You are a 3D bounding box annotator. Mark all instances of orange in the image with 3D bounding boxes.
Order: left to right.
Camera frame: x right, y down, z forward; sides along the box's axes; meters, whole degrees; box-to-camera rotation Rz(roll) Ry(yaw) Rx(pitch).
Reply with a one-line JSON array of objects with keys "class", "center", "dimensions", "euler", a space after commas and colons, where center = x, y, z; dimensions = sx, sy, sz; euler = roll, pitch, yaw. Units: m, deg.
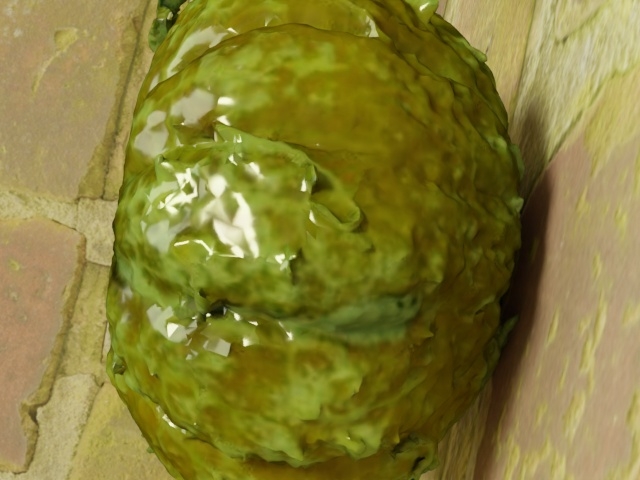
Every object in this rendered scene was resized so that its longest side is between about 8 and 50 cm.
[{"class": "orange", "center": [0.000, 0.000, 0.626], "dimensions": [0.301, 0.223, 0.300], "euler": [-90, 3, -56]}]
